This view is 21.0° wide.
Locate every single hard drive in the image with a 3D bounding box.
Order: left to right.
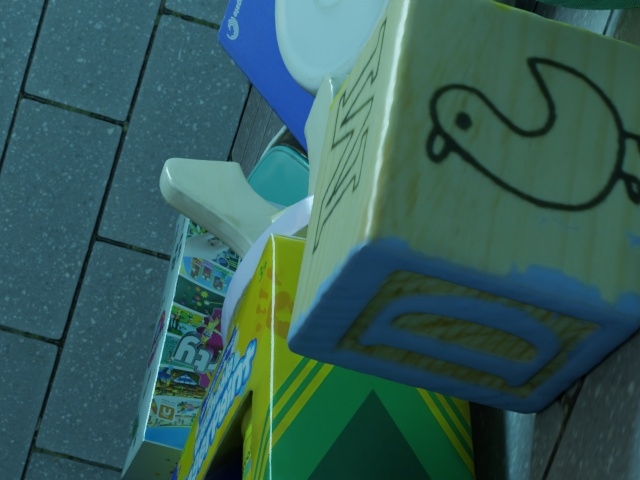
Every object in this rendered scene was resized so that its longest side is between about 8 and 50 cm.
[{"bbox_3d":[0.011,-0.193,1.817,0.319,0.040,0.210,52,137,31],"label":"hard drive"}]

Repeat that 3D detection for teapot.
[{"bbox_3d":[0.090,-0.227,1.538,0.256,0.187,0.252,-59,37,33],"label":"teapot"}]

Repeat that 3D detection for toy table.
[{"bbox_3d":[0.000,0.000,1.455,0.274,0.252,0.161,-54,37,38],"label":"toy table"}]

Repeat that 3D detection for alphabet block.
[{"bbox_3d":[0.101,-0.022,1.139,0.193,0.192,0.197,127,155,-61],"label":"alphabet block"}]

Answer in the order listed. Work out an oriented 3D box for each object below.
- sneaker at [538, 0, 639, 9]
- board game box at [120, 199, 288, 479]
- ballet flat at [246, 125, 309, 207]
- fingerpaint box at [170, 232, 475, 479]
[{"bbox_3d":[0.209,-0.276,1.131,0.319,0.127,0.208,166,118,-68],"label":"sneaker"},{"bbox_3d":[-0.053,0.113,1.696,0.097,0.224,0.303,123,160,-53],"label":"board game box"},{"bbox_3d":[0.017,-0.104,1.969,0.139,0.139,0.400,-90,20,-58],"label":"ballet flat"},{"bbox_3d":[-0.029,0.281,1.339,0.445,0.163,0.371,114,162,-46],"label":"fingerpaint box"}]
